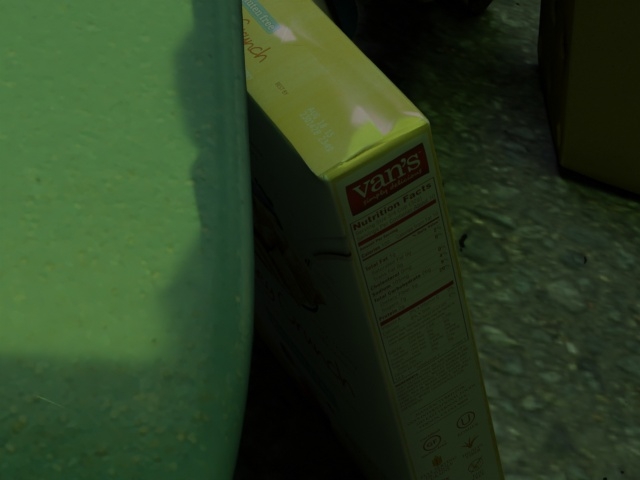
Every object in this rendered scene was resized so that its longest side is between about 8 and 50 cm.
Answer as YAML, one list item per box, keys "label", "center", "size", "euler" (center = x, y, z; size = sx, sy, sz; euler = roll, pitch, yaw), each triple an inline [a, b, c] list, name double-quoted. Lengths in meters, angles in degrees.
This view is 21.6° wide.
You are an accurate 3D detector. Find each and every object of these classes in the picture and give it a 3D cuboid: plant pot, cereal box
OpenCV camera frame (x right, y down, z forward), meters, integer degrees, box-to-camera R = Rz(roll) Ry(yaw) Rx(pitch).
- label: "plant pot"
  center: [0.230, -0.136, 0.992]
  size: [0.187, 0.212, 0.212]
  euler: [-1, 35, 0]
- label: "cereal box"
  center: [0.000, 0.000, 0.668]
  size: [0.047, 0.240, 0.173]
  euler: [-29, 47, -11]
- label: "plant pot"
  center: [-0.151, 0.066, 0.517]
  size: [0.247, 0.247, 0.252]
  euler: [0, 57, -20]

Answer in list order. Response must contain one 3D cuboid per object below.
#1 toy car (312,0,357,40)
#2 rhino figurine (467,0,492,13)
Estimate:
- label: "toy car"
  center: [-0.113, -0.105, 0.860]
  size: [0.238, 0.219, 0.210]
  euler: [-23, 51, 9]
- label: "rhino figurine"
  center: [0.087, -0.210, 1.125]
  size: [0.243, 0.073, 0.106]
  euler: [-19, 64, -43]
